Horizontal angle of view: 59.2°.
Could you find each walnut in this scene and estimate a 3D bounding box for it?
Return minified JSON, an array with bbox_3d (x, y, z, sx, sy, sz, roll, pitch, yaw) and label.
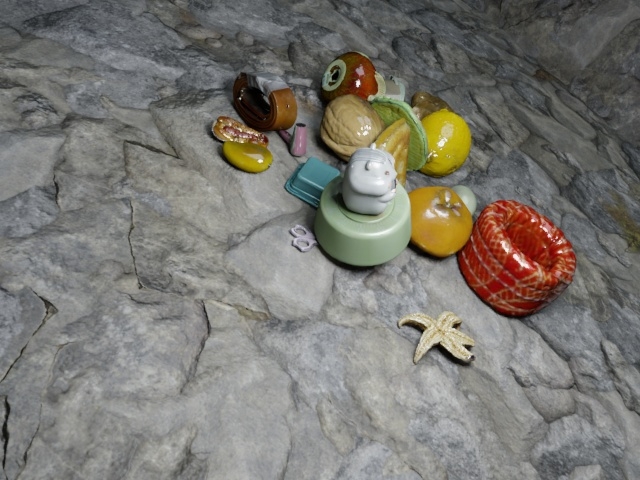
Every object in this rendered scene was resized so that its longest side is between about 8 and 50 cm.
[{"bbox_3d":[0.114,-0.381,1.937,0.225,0.225,0.261,-6,48,-33],"label":"walnut"}]

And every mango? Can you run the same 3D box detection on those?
[{"bbox_3d":[-0.228,-0.263,1.747,0.161,0.076,0.103,18,49,-8],"label":"mango"}]

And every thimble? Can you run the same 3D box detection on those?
[{"bbox_3d":[0.629,0.056,1.814,0.350,0.230,0.350,14,46,-15],"label":"thimble"}]

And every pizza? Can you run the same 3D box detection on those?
[{"bbox_3d":[0.196,-0.248,1.842,0.087,0.268,0.258,22,34,30],"label":"pizza"}]

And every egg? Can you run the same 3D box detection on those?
[{"bbox_3d":[0.494,-0.129,1.992,0.114,0.114,0.152,16,49,-16],"label":"egg"}]

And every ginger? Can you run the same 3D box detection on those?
[{"bbox_3d":[0.448,-0.490,2.306,0.219,0.123,0.270,21,53,-6],"label":"ginger"}]

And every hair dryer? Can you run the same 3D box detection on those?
[{"bbox_3d":[-0.107,-0.357,1.904,0.054,0.106,0.154,-23,40,-38],"label":"hair dryer"}]

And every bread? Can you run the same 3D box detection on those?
[{"bbox_3d":[0.276,-0.372,1.979,0.045,0.301,0.301,-34,70,-19],"label":"bread"}]

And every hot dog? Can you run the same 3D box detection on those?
[{"bbox_3d":[-0.257,-0.339,1.817,0.191,0.059,0.108,20,48,-15],"label":"hot dog"}]

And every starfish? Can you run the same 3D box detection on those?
[{"bbox_3d":[0.330,0.267,1.573,0.238,0.071,0.216,26,37,4],"label":"starfish"}]

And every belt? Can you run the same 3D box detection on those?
[{"bbox_3d":[-0.187,-0.462,1.867,0.105,0.184,0.261,-14,46,-37],"label":"belt"}]

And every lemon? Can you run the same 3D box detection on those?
[{"bbox_3d":[0.444,-0.363,2.089,0.228,0.228,0.253,30,77,-1],"label":"lemon"}]

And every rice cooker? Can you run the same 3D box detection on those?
[{"bbox_3d":[0.273,-0.568,2.261,0.127,0.145,0.206,3,46,-14],"label":"rice cooker"}]

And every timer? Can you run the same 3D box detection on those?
[{"bbox_3d":[0.130,-0.129,1.566,0.290,0.315,0.291,1,54,-1],"label":"timer"}]

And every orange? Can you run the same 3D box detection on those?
[{"bbox_3d":[0.369,-0.062,1.798,0.249,0.183,0.249,6,62,-12],"label":"orange"}]

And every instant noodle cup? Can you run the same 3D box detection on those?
[{"bbox_3d":[-0.014,-0.192,1.806,0.157,0.070,0.179,29,44,1],"label":"instant noodle cup"}]

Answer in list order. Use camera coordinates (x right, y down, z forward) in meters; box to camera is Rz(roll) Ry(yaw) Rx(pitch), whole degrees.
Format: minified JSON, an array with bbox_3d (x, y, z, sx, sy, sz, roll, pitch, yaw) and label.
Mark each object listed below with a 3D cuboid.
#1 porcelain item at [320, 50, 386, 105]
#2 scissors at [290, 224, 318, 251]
[{"bbox_3d":[0.130,-0.585,2.149,0.253,0.253,0.253,15,45,-16],"label":"porcelain item"},{"bbox_3d":[0.000,0.000,1.672,0.189,0.015,0.100,7,46,-25],"label":"scissors"}]
